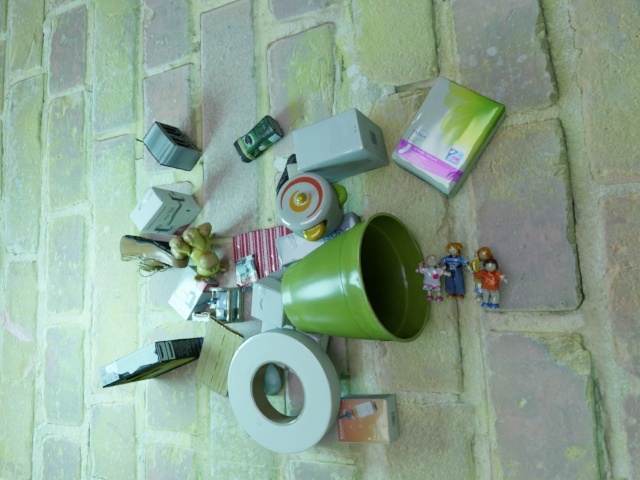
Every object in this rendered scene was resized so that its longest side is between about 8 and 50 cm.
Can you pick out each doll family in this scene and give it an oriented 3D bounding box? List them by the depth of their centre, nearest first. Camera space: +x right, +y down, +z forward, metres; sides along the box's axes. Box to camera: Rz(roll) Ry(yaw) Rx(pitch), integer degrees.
[{"bbox_3d":[0.414,0.089,1.433,0.262,0.118,0.163,3,104,32],"label":"doll family"}]

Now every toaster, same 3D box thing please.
[{"bbox_3d":[-0.595,-0.370,1.962,0.168,0.185,0.110,48,111,24],"label":"toaster"}]

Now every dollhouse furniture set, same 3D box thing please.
[{"bbox_3d":[-0.392,0.236,1.821,0.183,0.129,0.130,-2,84,27],"label":"dollhouse furniture set"}]

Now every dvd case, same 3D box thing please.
[{"bbox_3d":[-0.264,0.120,1.805,0.087,0.013,0.120,-24,78,26],"label":"dvd case"}]

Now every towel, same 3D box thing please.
[{"bbox_3d":[-0.197,0.058,1.795,0.274,0.031,0.199,-10,82,28],"label":"towel"}]

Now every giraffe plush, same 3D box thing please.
[{"bbox_3d":[-0.438,0.059,1.840,0.181,0.210,0.171,-31,75,-4],"label":"giraffe plush"}]

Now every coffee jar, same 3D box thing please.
[{"bbox_3d":[-0.232,-0.369,1.829,0.184,0.079,0.096,-33,74,20],"label":"coffee jar"}]

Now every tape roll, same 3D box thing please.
[{"bbox_3d":[-0.122,0.475,1.576,0.391,0.072,0.393,2,95,28],"label":"tape roll"}]

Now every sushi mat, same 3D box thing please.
[{"bbox_3d":[-0.365,0.420,1.774,0.151,0.019,0.317,29,122,14],"label":"sushi mat"}]

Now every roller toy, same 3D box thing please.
[{"bbox_3d":[-0.036,-0.106,1.552,0.191,0.146,0.210,20,81,28],"label":"roller toy"}]

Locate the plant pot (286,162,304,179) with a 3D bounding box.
[{"bbox_3d":[-0.041,-0.212,1.698,0.096,0.109,0.109,-16,78,22],"label":"plant pot"}]

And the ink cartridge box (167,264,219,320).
[{"bbox_3d":[-0.490,0.203,1.908,0.127,0.072,0.175,36,101,25],"label":"ink cartridge box"}]

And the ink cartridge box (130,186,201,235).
[{"bbox_3d":[-0.592,-0.108,1.912,0.159,0.217,0.092,-47,67,16],"label":"ink cartridge box"}]

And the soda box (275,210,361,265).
[{"bbox_3d":[0.000,0.000,1.643,0.286,0.091,0.098,-19,76,17],"label":"soda box"}]

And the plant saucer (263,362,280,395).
[{"bbox_3d":[-0.224,0.463,1.711,0.194,0.037,0.195,17,123,28],"label":"plant saucer"}]

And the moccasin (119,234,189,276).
[{"bbox_3d":[-0.672,0.070,1.981,0.379,0.139,0.147,9,90,28],"label":"moccasin"}]

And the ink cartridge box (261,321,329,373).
[{"bbox_3d":[-0.089,0.343,1.656,0.219,0.092,0.161,19,108,27],"label":"ink cartridge box"}]

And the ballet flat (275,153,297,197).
[{"bbox_3d":[-0.115,-0.227,1.779,0.173,0.057,0.049,-66,22,6],"label":"ballet flat"}]

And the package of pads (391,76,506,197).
[{"bbox_3d":[0.377,-0.313,1.493,0.229,0.101,0.297,36,101,24],"label":"package of pads"}]

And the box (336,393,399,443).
[{"bbox_3d":[0.143,0.547,1.531,0.170,0.091,0.130,-10,80,26],"label":"box"}]

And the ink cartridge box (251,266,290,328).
[{"bbox_3d":[-0.125,0.185,1.642,0.127,0.176,0.128,18,115,28],"label":"ink cartridge box"}]

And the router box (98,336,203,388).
[{"bbox_3d":[-0.623,0.453,1.857,0.308,0.242,0.081,-26,73,24],"label":"router box"}]

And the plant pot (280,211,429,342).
[{"bbox_3d":[0.082,0.138,1.489,0.352,0.366,0.367,-17,77,38],"label":"plant pot"}]

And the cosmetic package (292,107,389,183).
[{"bbox_3d":[0.066,-0.293,1.582,0.224,0.224,0.138,-16,78,25],"label":"cosmetic package"}]
